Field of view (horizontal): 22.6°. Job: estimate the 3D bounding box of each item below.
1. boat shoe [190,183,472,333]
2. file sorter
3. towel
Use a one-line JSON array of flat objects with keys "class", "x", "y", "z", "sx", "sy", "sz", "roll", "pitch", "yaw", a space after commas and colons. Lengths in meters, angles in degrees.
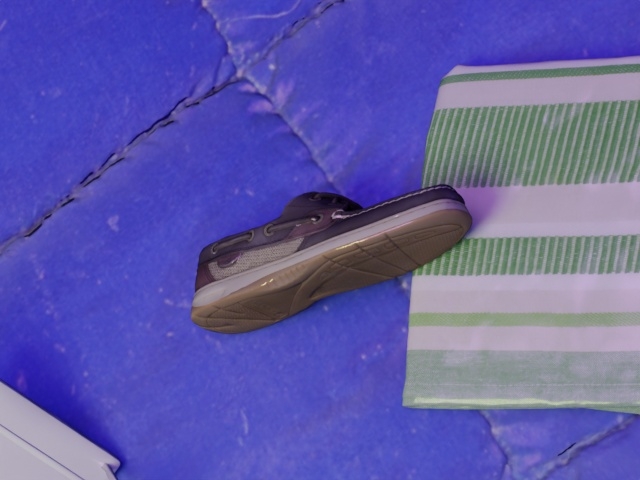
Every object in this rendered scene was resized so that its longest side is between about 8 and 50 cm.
[{"class": "boat shoe", "x": 0.000, "y": 0.000, "z": 1.447, "sx": 0.285, "sy": 0.103, "sz": 0.092, "roll": -24, "pitch": 62, "yaw": 27}, {"class": "file sorter", "x": -0.317, "y": 0.275, "z": 1.395, "sx": 0.277, "sy": 0.193, "sz": 0.173, "roll": -54, "pitch": 21, "yaw": -4}, {"class": "towel", "x": 0.205, "y": -0.008, "z": 1.425, "sx": 0.248, "sy": 0.038, "sz": 0.324, "roll": -1, "pitch": 74, "yaw": 21}]
